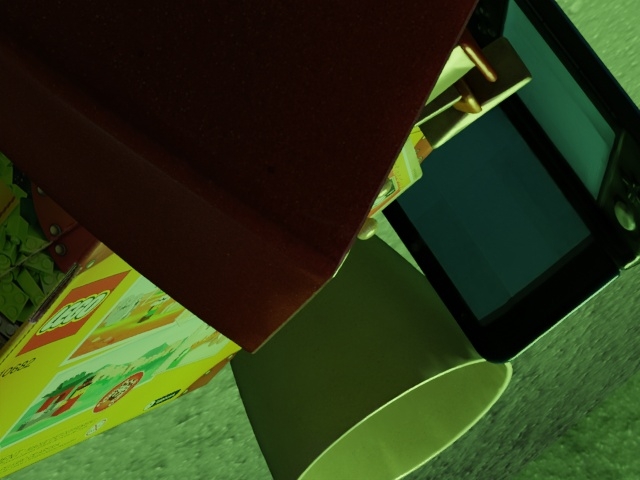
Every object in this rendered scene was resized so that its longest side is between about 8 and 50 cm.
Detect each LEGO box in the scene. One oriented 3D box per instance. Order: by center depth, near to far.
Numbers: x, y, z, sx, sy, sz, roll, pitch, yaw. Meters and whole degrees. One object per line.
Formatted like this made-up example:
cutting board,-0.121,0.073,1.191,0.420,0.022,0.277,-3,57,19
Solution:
LEGO box,-0.165,-0.015,1.387,0.372,0.193,0.500,-47,167,27

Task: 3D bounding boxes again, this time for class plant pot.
plant pot,-0.060,-0.127,0.972,0.267,0.236,0.267,-63,-175,-15
plant pot,0.009,0.086,1.867,0.256,0.274,0.256,-28,158,-13

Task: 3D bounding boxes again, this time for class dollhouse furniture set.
dollhouse furniture set,0.044,-0.217,1.294,0.135,0.259,0.262,-35,159,9

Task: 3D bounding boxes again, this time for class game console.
game console,0.157,-0.080,1.702,0.173,0.293,0.250,-29,158,-13

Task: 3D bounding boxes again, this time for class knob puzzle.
knob puzzle,0.000,0.000,1.410,0.213,0.030,0.213,-38,169,-9
